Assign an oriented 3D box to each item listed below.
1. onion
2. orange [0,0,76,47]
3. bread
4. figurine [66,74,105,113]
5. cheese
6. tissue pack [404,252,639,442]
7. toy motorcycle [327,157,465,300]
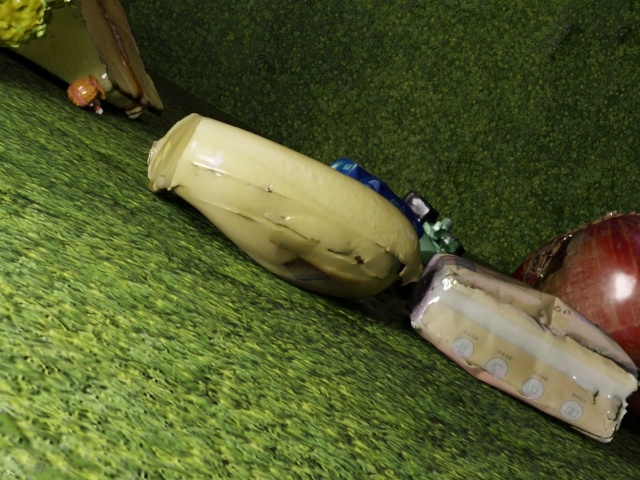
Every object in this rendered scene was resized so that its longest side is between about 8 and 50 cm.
[{"bbox_3d":[0.461,0.096,1.671,0.354,0.353,0.353,30,6,-3],"label":"onion"},{"bbox_3d":[-0.415,-0.355,1.277,0.301,0.300,0.223,58,-7,-17],"label":"orange"},{"bbox_3d":[-0.350,-0.321,1.802,0.236,0.198,0.263,38,5,11],"label":"bread"},{"bbox_3d":[-0.337,-0.213,1.616,0.064,0.047,0.109,54,0,0],"label":"figurine"},{"bbox_3d":[-0.029,-0.032,1.201,0.316,0.128,0.259,31,4,-14],"label":"cheese"},{"bbox_3d":[0.231,0.111,1.299,0.257,0.123,0.215,31,4,1],"label":"tissue pack"},{"bbox_3d":[0.091,-0.018,1.561,0.196,0.125,0.331,46,9,19],"label":"toy motorcycle"}]
